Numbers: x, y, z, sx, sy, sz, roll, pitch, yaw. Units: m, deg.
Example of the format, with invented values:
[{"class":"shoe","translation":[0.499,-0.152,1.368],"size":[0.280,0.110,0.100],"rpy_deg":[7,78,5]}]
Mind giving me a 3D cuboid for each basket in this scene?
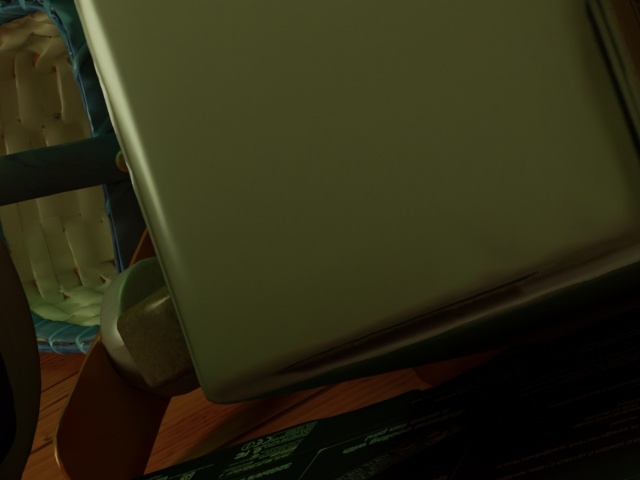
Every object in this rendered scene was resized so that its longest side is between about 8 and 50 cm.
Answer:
[{"class":"basket","translation":[-0.164,-0.034,1.022],"size":[0.289,0.201,0.255],"rpy_deg":[-19,8,-31]}]

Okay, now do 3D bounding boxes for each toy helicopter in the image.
[{"class":"toy helicopter","translation":[0.000,0.000,0.848],"size":[0.235,0.140,0.355],"rpy_deg":[-34,1,15]}]

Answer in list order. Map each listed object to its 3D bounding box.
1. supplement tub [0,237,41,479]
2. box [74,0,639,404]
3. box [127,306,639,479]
[{"class":"supplement tub","translation":[-0.246,0.102,0.499],"size":[0.241,0.241,0.331],"rpy_deg":[-19,27,35]},{"class":"box","translation":[0.072,-0.050,0.537],"size":[0.121,0.148,0.311],"rpy_deg":[-22,-10,26]},{"class":"box","translation":[0.011,0.114,0.425],"size":[0.307,0.076,0.242],"rpy_deg":[-21,15,27]}]
